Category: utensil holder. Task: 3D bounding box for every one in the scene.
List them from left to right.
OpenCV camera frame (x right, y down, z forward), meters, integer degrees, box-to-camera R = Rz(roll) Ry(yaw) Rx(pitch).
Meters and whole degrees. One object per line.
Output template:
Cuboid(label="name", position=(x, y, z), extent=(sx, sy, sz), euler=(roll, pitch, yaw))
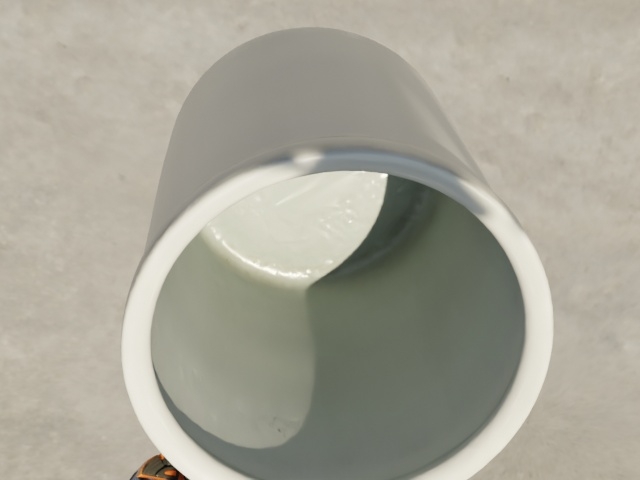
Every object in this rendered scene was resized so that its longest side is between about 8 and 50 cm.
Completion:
Cuboid(label="utensil holder", position=(0.000, 0.000, 0.956), extent=(0.327, 0.385, 0.328), euler=(-2, 117, -4))

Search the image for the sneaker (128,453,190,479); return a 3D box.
Cuboid(label="sneaker", position=(-0.125, 0.297, 0.930), extent=(0.083, 0.087, 0.221), euler=(-4, 80, -31))
